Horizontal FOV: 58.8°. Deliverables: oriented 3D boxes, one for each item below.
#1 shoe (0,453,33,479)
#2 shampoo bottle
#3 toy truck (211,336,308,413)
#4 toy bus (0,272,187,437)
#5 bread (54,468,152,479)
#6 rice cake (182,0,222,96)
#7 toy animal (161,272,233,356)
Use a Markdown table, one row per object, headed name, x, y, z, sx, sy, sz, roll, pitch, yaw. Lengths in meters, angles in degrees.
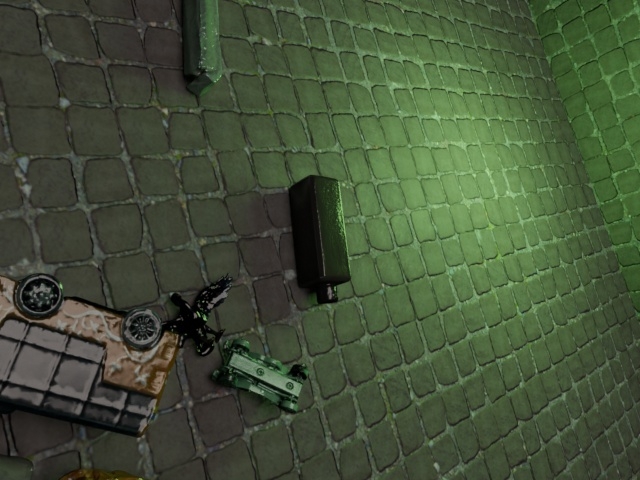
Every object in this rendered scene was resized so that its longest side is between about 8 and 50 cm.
| name | x | y | z | sx | sy | sz | roll | pitch | yaw |
| --- | --- | --- | --- | --- | --- | --- | --- | --- | --- |
| shoe | -0.367 | 0.272 | 0.656 | 0.078 | 0.079 | 0.195 | -25 | 117 | -7 |
| shampoo bottle | 0.000 | 0.000 | 1.106 | 0.079 | 0.080 | 0.245 | 5 | 71 | -38 |
| toy truck | -0.102 | 0.229 | 0.949 | 0.154 | 0.078 | 0.080 | 26 | 57 | -12 |
| toy bus | -0.335 | 0.139 | 0.714 | 0.275 | 0.139 | 0.167 | 27 | 70 | -29 |
| bread | -0.238 | 0.380 | 0.723 | 0.261 | 0.147 | 0.160 | 22 | 69 | -34 |
| rice cake | -0.225 | -0.434 | 1.080 | 0.063 | 0.066 | 0.336 | 11 | 68 | -38 |
| toy animal | -0.204 | 0.131 | 0.906 | 0.108 | 0.062 | 0.220 | 44 | 49 | 4 |
